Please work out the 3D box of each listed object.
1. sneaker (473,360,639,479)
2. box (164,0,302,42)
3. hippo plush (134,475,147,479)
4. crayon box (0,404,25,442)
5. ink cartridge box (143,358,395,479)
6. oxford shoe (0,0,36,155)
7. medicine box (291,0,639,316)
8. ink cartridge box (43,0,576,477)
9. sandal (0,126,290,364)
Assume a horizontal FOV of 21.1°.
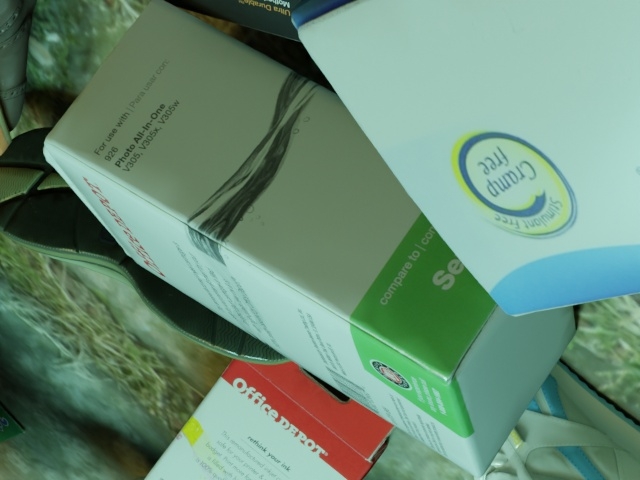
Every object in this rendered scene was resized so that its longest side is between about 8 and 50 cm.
[{"bbox_3d":[0.131,0.132,1.142,0.228,0.092,0.087,35,149,16],"label":"sneaker"},{"bbox_3d":[-0.073,-0.252,0.929,0.295,0.073,0.293,20,145,34],"label":"box"},{"bbox_3d":[-0.146,0.299,1.503,0.234,0.294,0.236,23,141,-9],"label":"hippo plush"},{"bbox_3d":[-0.483,0.129,1.840,0.323,0.083,0.203,48,148,-9],"label":"crayon box"},{"bbox_3d":[-0.043,0.176,1.335,0.134,0.231,0.078,39,-171,8],"label":"ink cartridge box"},{"bbox_3d":[-0.239,-0.157,1.202,0.130,0.133,0.363,36,167,-3],"label":"oxford shoe"},{"bbox_3d":[0.181,-0.130,0.580,0.149,0.289,0.263,53,147,-15],"label":"medicine box"},{"bbox_3d":[0.000,0.000,1.048,0.289,0.121,0.211,31,167,20],"label":"ink cartridge box"},{"bbox_3d":[-0.113,-0.003,1.262,0.302,0.120,0.086,26,172,29],"label":"sandal"}]
